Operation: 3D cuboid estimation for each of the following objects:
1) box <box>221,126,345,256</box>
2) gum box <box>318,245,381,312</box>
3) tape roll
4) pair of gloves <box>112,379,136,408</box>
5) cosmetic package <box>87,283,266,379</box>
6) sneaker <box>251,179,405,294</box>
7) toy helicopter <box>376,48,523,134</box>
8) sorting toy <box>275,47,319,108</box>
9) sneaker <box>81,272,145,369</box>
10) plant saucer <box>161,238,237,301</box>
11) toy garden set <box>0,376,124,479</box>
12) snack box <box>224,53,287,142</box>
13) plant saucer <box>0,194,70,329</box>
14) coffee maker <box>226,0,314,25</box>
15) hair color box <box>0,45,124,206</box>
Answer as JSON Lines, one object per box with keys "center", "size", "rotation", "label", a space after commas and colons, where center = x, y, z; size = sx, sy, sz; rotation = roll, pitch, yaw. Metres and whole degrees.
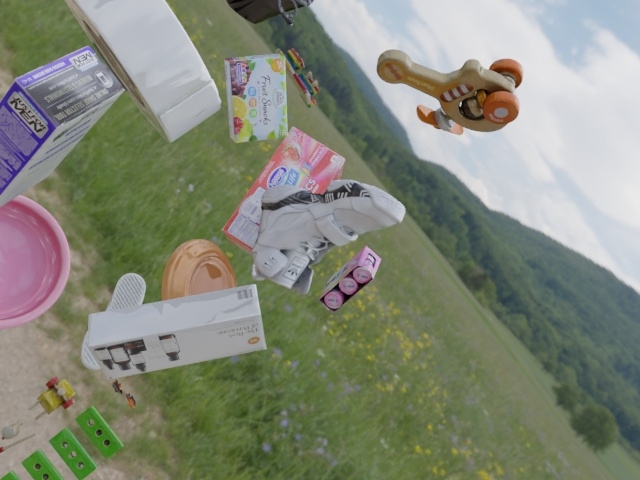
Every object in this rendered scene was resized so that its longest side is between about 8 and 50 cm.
{"center": [-0.085, -0.094, 1.573], "size": [0.154, 0.300, 0.142], "rotation": [32, -9, 3], "label": "box"}
{"center": [0.087, 0.107, 1.881], "size": [0.062, 0.188, 0.107], "rotation": [41, 33, -8], "label": "gum box"}
{"center": [-0.270, -0.289, 0.999], "size": [0.286, 0.100, 0.286], "rotation": [51, -10, 13], "label": "tape roll"}
{"center": [-0.503, 0.394, 1.699], "size": [0.083, 0.010, 0.074], "rotation": [43, -34, 7], "label": "pair of gloves"}
{"center": [-0.203, 0.135, 0.963], "size": [0.099, 0.238, 0.061], "rotation": [87, -10, -52], "label": "cosmetic package"}
{"center": [0.000, 0.000, 1.334], "size": [0.365, 0.210, 0.137], "rotation": [3, -20, 43], "label": "sneaker"}
{"center": [0.294, -0.354, 1.592], "size": [0.354, 0.140, 0.235], "rotation": [20, -31, -8], "label": "toy helicopter"}
{"center": [-0.052, -0.410, 1.629], "size": [0.132, 0.046, 0.274], "rotation": [56, 3, -1], "label": "sorting toy"}
{"center": [-0.539, 0.236, 1.722], "size": [0.102, 0.161, 0.282], "rotation": [29, 46, -10], "label": "sneaker"}
{"center": [-0.218, 0.096, 1.250], "size": [0.200, 0.037, 0.200], "rotation": [13, 75, -60], "label": "plant saucer"}
{"center": [-0.567, 0.426, 1.382], "size": [0.204, 0.244, 0.049], "rotation": [51, -8, 0], "label": "toy garden set"}
{"center": [-0.111, -0.247, 1.157], "size": [0.037, 0.100, 0.141], "rotation": [-135, -141, -56], "label": "snack box"}
{"center": [-0.775, 0.048, 1.578], "size": [0.332, 0.332, 0.084], "rotation": [49, -36, -18], "label": "plant saucer"}
{"center": [-0.101, -0.494, 1.301], "size": [0.178, 0.171, 0.120], "rotation": [-1, -43, 47], "label": "coffee maker"}
{"center": [-0.526, -0.196, 1.222], "size": [0.110, 0.338, 0.185], "rotation": [51, 39, -12], "label": "hair color box"}
